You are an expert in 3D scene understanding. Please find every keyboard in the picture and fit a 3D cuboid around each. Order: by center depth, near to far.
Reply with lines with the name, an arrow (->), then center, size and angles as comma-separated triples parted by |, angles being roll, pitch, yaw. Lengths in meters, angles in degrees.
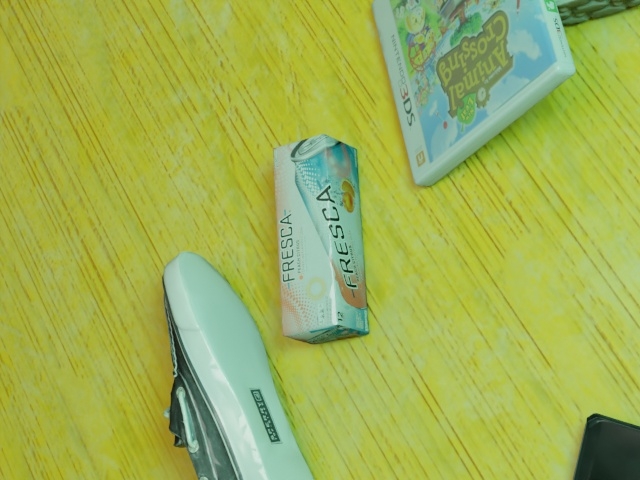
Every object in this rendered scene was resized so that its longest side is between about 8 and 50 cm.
keyboard -> 0.275, 0.207, 1.084 | 0.180, 0.023, 0.108 | 15, 94, 36

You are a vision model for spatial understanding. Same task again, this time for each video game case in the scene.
video game case -> 0.124, -0.178, 1.224 | 0.212, 0.023, 0.193 | -39, 57, 51

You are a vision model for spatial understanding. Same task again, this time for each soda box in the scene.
soda box -> 0.000, 0.000, 1.298 | 0.063, 0.058, 0.183 | -13, 72, 31

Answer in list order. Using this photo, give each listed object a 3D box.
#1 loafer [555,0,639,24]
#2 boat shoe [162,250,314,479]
loafer -> 0.296, -0.262, 1.130 | 0.319, 0.112, 0.111 | -10, 82, 32
boat shoe -> -0.096, 0.156, 1.302 | 0.102, 0.108, 0.301 | -33, 70, 22
